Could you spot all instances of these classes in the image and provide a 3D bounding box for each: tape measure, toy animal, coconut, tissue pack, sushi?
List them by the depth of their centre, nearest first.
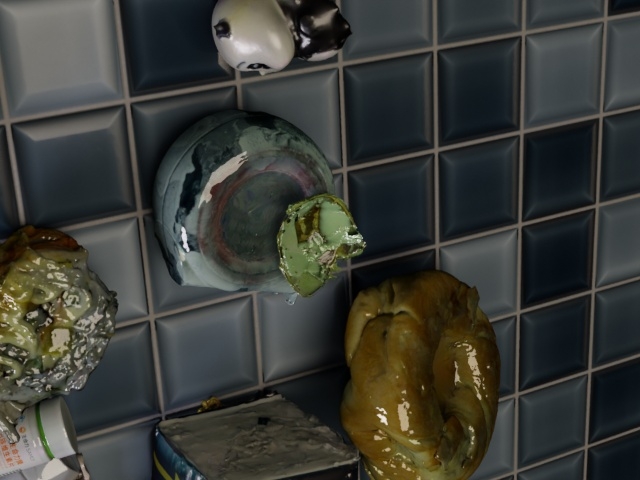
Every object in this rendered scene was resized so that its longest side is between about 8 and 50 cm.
[{"bbox_3d":[-0.394,0.122,1.603,0.184,0.139,0.274,29,93,-33],"label":"sushi"},{"bbox_3d":[-0.060,-0.298,1.628,0.179,0.166,0.138,-24,105,-5],"label":"toy animal"},{"bbox_3d":[-0.004,0.000,1.654,0.133,0.055,0.158,-4,118,-34],"label":"coconut"},{"bbox_3d":[-0.114,-0.051,1.686,0.256,0.147,0.275,6,110,-37],"label":"tape measure"},{"bbox_3d":[-0.116,0.473,1.812,0.264,0.253,0.416,-7,112,-34],"label":"tissue pack"}]

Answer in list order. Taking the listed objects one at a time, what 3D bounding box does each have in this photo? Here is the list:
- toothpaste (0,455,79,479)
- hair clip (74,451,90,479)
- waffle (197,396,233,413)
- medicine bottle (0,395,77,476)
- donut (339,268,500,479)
[{"bbox_3d":[-0.513,0.432,1.706,0.371,0.080,0.125,-40,114,-3],"label":"toothpaste"},{"bbox_3d":[-0.333,0.419,1.814,0.072,0.034,0.226,-37,124,-8],"label":"hair clip"},{"bbox_3d":[-0.159,0.284,1.868,0.085,0.016,0.078,8,109,-30],"label":"waffle"},{"bbox_3d":[-0.439,0.283,1.647,0.183,0.086,0.086,-17,117,-4],"label":"medicine bottle"},{"bbox_3d":[0.157,0.226,1.868,0.360,0.170,0.360,8,80,-55],"label":"donut"}]
